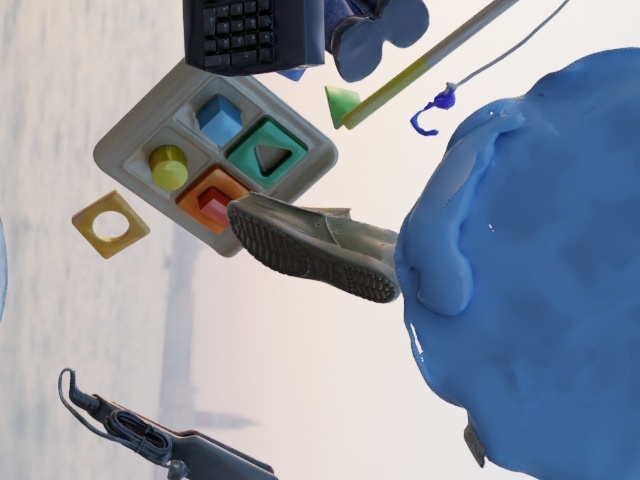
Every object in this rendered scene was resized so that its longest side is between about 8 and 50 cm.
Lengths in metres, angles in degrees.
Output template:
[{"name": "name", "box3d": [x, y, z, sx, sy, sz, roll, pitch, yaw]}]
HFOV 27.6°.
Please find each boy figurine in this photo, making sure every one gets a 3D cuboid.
[{"name": "boy figurine", "box3d": [-0.008, -0.282, 1.232, 0.285, 0.177, 0.092, 56, -1, 29]}]

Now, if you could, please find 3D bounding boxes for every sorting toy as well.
[{"name": "sorting toy", "box3d": [-0.106, -0.081, 1.340, 0.348, 0.196, 0.047, -41, -151, 18]}]

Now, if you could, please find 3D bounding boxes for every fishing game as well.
[{"name": "fishing game", "box3d": [0.122, 0.014, 0.519, 0.264, 0.189, 0.041, 52, 8, 23]}]

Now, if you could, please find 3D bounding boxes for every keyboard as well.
[{"name": "keyboard", "box3d": [-0.025, -0.290, 1.020, 0.033, 0.201, 0.317, 3, 84, -67]}]

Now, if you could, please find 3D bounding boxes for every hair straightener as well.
[{"name": "hair straightener", "box3d": [-0.135, 0.180, 1.173, 0.047, 0.230, 0.089, -57, -166, -2]}]

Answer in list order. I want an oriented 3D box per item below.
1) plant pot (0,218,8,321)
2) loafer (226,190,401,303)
[{"name": "plant pot", "box3d": [-0.352, 0.035, 0.763, 0.196, 0.293, 0.293, -88, -176, -75]}, {"name": "loafer", "box3d": [0.000, 0.000, 0.958, 0.050, 0.148, 0.056, -54, 160, -34]}]
